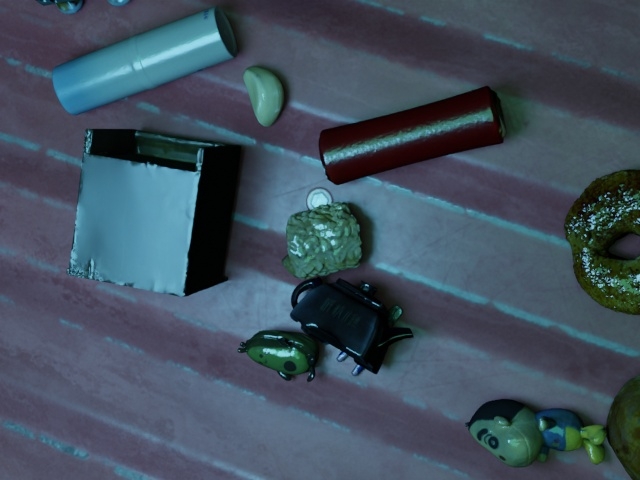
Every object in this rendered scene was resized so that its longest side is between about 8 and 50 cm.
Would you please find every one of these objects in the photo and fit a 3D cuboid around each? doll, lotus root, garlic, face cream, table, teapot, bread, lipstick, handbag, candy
[{"bbox_3d":[0.272,0.251,1.505,0.179,0.102,0.089,9,51,18],"label":"doll"},{"bbox_3d":[0.448,0.234,1.410,0.199,0.180,0.188,15,99,13],"label":"lotus root"},{"bbox_3d":[-0.076,-0.202,1.600,0.053,0.041,0.083,-37,73,54],"label":"garlic"},{"bbox_3d":[-0.242,-0.246,1.621,0.250,0.077,0.077,-17,87,14],"label":"face cream"},{"bbox_3d":[-0.215,-0.043,1.572,0.169,0.172,0.193,9,98,13],"label":"table"},{"bbox_3d":[0.040,0.098,1.550,0.177,0.087,0.096,28,79,25],"label":"teapot"},{"bbox_3d":[0.399,0.003,1.473,0.193,0.064,0.193,1,93,17],"label":"bread"},{"bbox_3d":[0.118,-0.136,1.532,0.241,0.080,0.080,-14,88,15],"label":"lipstick"},{"bbox_3d":[-0.055,0.153,1.597,0.111,0.047,0.072,12,130,13],"label":"handbag"},{"bbox_3d":[0.000,0.000,1.570,0.110,0.085,0.095,-7,98,3],"label":"candy"}]

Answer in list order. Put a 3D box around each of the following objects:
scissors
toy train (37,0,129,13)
[{"bbox_3d":[0.070,0.132,1.585,0.039,0.012,0.113,44,101,9],"label":"scissors"},{"bbox_3d":[-0.332,-0.392,1.637,0.219,0.089,0.127,-6,80,15],"label":"toy train"}]
